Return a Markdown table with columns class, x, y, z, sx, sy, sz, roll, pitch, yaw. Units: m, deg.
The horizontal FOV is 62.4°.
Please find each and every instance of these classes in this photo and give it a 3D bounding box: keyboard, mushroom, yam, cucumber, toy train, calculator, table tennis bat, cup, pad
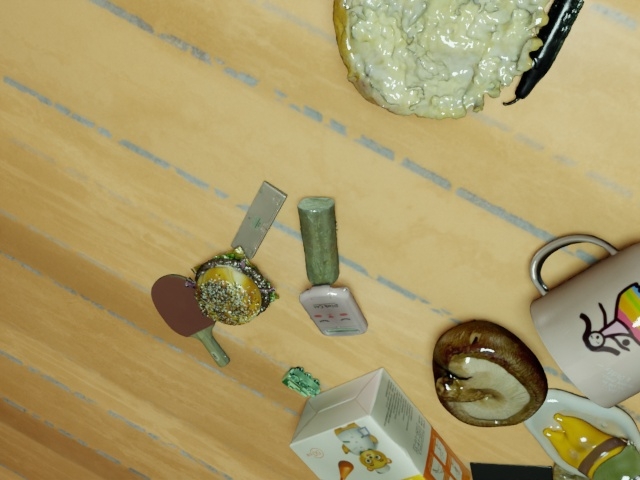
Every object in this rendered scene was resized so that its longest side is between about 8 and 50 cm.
| class | x | y | z | sx | sy | sz | roll | pitch | yaw |
| --- | --- | --- | --- | --- | --- | --- | --- | --- | --- |
| keyboard | -0.116 | -0.036 | 1.001 | 0.055 | 0.017 | 0.166 | 34 | 122 | 3 |
| mushroom | 0.299 | 0.235 | 0.955 | 0.194 | 0.138 | 0.231 | 1 | 130 | 3 |
| yam | 0.000 | 0.000 | 0.953 | 0.068 | 0.068 | 0.169 | 5 | 127 | 15 |
| cucumber | 0.306 | -0.257 | 0.731 | 0.043 | 0.039 | 0.163 | 33 | 123 | 24 |
| toy train | -0.040 | 0.312 | 1.155 | 0.083 | 0.033 | 0.053 | 39 | 127 | -6 |
| calculator | 0.027 | 0.137 | 1.007 | 0.100 | 0.032 | 0.175 | -7 | 140 | 20 |
| table tennis bat | -0.280 | 0.180 | 1.171 | 0.138 | 0.022 | 0.246 | -23 | 106 | 28 |
| cup | 0.447 | 0.094 | 0.807 | 0.200 | 0.191 | 0.253 | -44 | 65 | 28 |
| pad | 0.431 | 0.580 | 1.164 | 0.170 | 0.006 | 0.245 | -6 | 116 | 21 |

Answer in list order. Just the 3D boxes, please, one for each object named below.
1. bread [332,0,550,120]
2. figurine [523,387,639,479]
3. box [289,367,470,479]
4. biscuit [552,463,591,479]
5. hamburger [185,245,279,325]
| class | x | y | z | sx | sy | sz | roll | pitch | yaw |
| --- | --- | --- | --- | --- | --- | --- | --- | --- | --- |
| bread | 0.153 | -0.294 | 0.696 | 0.274 | 0.149 | 0.274 | 5 | 113 | 12 |
| figurine | 0.483 | 0.389 | 0.946 | 0.250 | 0.141 | 0.166 | 25 | 114 | 10 |
| box | 0.134 | 0.466 | 1.121 | 0.225 | 0.143 | 0.341 | -31 | 106 | 30 |
| biscuit | 0.572 | 0.475 | 1.046 | 0.220 | 0.033 | 0.220 | 7 | 117 | 14 |
| hamburger | -0.182 | 0.105 | 1.046 | 0.164 | 0.093 | 0.189 | 45 | 128 | -15 |
